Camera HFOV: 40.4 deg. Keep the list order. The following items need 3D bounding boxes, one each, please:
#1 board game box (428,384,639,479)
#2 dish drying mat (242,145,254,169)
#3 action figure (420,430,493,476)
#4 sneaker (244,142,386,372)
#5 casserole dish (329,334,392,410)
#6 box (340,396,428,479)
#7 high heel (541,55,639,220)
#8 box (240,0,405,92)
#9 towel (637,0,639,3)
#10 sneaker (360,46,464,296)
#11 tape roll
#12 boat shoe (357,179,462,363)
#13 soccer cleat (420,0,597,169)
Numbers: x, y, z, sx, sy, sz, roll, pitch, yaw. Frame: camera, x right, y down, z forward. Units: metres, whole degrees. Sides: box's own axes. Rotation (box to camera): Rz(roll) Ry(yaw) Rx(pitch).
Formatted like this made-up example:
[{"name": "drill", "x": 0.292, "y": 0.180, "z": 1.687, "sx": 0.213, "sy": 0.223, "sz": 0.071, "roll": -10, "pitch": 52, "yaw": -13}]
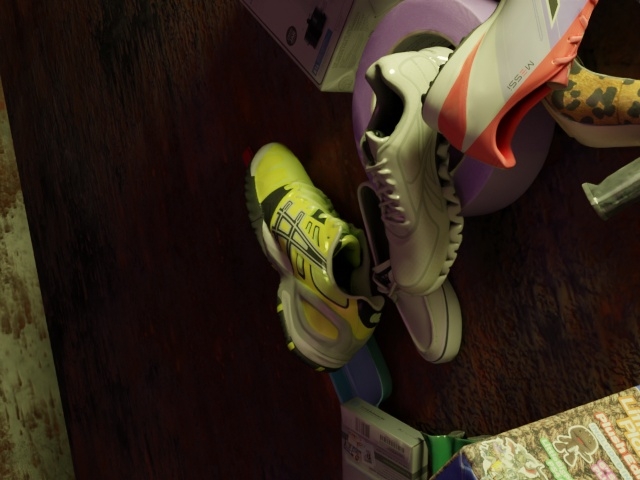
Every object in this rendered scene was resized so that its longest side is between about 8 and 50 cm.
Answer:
[{"name": "board game box", "x": 0.224, "y": 0.291, "z": 0.891, "sx": 0.141, "sy": 0.291, "sz": 0.232, "roll": 59, "pitch": 138, "yaw": 28}, {"name": "dish drying mat", "x": -0.118, "y": -0.125, "z": 1.540, "sx": 0.032, "sy": 0.008, "sz": 0.083, "roll": -50, "pitch": 56, "yaw": 46}, {"name": "action figure", "x": 0.196, "y": 0.370, "z": 1.137, "sx": 0.137, "sy": 0.063, "sz": 0.232, "roll": -3, "pitch": 89, "yaw": 52}, {"name": "sneaker", "x": 0.000, "y": 0.000, "z": 1.297, "sx": 0.147, "sy": 0.145, "sz": 0.384, "roll": -40, "pitch": 57, "yaw": 31}, {"name": "casserole dish", "x": 0.054, "y": 0.182, "z": 1.327, "sx": 0.114, "sy": 0.037, "sz": 0.188, "roll": -48, "pitch": 57, "yaw": 46}, {"name": "box", "x": 0.091, "y": 0.339, "z": 1.265, "sx": 0.145, "sy": 0.038, "sz": 0.186, "roll": 22, "pitch": 121, "yaw": 45}, {"name": "high heel", "x": 0.327, "y": -0.165, "z": 0.891, "sx": 0.186, "sy": 0.093, "sz": 0.261, "roll": -32, "pitch": 53, "yaw": 26}, {"name": "box", "x": -0.010, "y": -0.365, "z": 1.287, "sx": 0.290, "sy": 0.087, "sz": 0.169, "roll": 54, "pitch": 135, "yaw": 35}, {"name": "towel", "x": 0.347, "y": -0.350, "z": 0.827, "sx": 0.336, "sy": 0.040, "sz": 0.243, "roll": 49, "pitch": 131, "yaw": 28}, {"name": "sneaker", "x": 0.097, "y": -0.076, "z": 1.010, "sx": 0.110, "sy": 0.118, "sz": 0.292, "roll": 14, "pitch": 108, "yaw": 50}, {"name": "tape roll", "x": 0.158, "y": -0.164, "z": 1.087, "sx": 0.275, "sy": 0.090, "sz": 0.274, "roll": 10, "pitch": 102, "yaw": 53}, {"name": "boat shoe", "x": 0.113, "y": 0.039, "z": 1.178, "sx": 0.096, "sy": 0.088, "sz": 0.267, "roll": -22, "pitch": 77, "yaw": 53}, {"name": "soccer cleat", "x": 0.227, "y": -0.219, "z": 0.862, "sx": 0.116, "sy": 0.109, "sz": 0.318, "roll": 44, "pitch": 115, "yaw": 24}]
